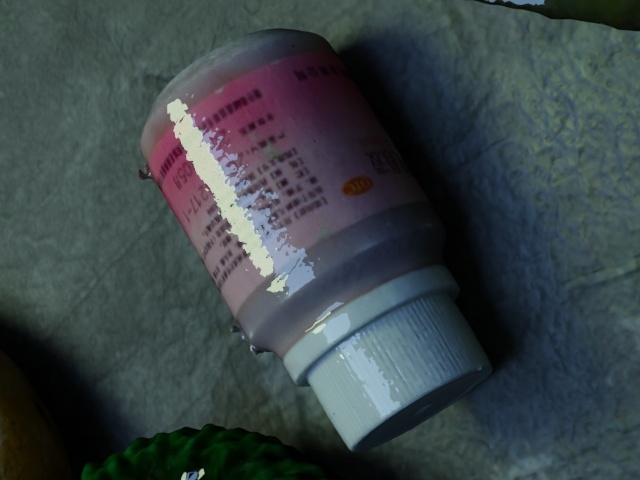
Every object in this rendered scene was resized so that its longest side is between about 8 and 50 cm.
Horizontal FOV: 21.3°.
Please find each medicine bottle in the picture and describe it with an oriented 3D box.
[{"bbox_3d":[0.000,0.000,1.042,0.147,0.147,0.247,-43,72,37],"label":"medicine bottle"}]

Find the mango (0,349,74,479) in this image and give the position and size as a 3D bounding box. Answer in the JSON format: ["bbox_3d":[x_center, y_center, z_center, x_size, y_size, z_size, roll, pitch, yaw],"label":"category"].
[{"bbox_3d":[-0.331,0.149,1.320,0.384,0.199,0.221,43,131,40],"label":"mango"}]

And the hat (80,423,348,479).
[{"bbox_3d":[-0.043,0.301,1.119,0.274,0.242,0.332,41,149,53],"label":"hat"}]

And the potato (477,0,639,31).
[{"bbox_3d":[0.125,-0.249,0.871,0.269,0.112,0.255,15,105,17],"label":"potato"}]
